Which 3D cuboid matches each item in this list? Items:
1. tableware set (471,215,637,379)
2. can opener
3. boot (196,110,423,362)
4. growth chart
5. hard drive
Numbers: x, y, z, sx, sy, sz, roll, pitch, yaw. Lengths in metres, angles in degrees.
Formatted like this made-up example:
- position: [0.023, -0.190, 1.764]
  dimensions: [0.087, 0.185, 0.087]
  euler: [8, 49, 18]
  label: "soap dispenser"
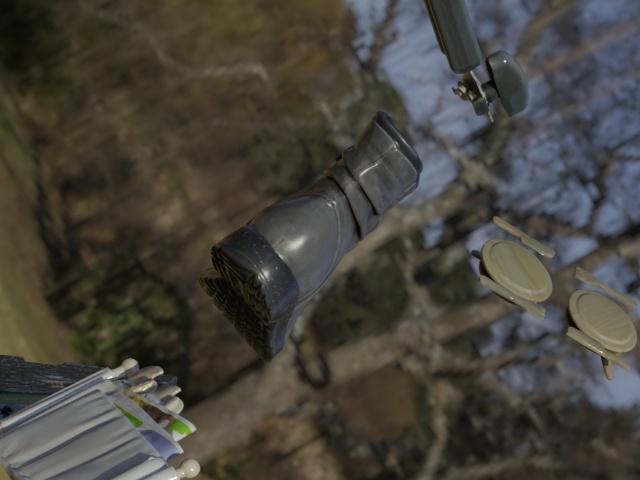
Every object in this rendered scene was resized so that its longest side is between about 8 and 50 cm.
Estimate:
- position: [0.245, 0.067, 1.821]
  dimensions: [0.194, 0.039, 0.128]
  euler: [31, 35, -6]
  label: "tableware set"
- position: [0.193, -0.262, 2.238]
  dimensions: [0.280, 0.093, 0.074]
  euler: [58, 4, -48]
  label: "can opener"
- position: [0.000, 0.000, 1.709]
  dimensions: [0.118, 0.222, 0.338]
  euler: [49, -13, 1]
  label: "boot"
- position: [-0.186, 0.165, 1.406]
  dimensions: [0.237, 0.172, 0.021]
  euler: [-140, -148, -63]
  label: "growth chart"
- position: [-0.292, 0.177, 1.796]
  dimensions: [0.339, 0.236, 0.064]
  euler: [-28, 124, -85]
  label: "hard drive"
